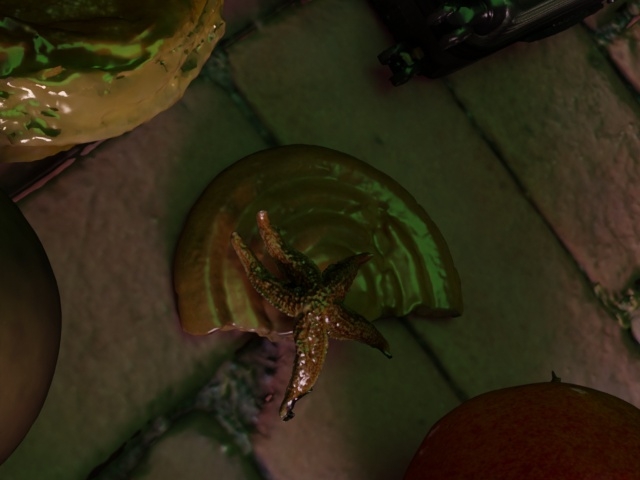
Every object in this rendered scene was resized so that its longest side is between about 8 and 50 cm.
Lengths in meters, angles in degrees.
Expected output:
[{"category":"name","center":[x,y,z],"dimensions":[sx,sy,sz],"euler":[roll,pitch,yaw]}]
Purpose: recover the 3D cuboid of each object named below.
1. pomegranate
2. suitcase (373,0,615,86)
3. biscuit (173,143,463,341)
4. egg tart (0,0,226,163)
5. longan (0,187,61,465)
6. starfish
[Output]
[{"category":"pomegranate","center":[0.144,0.190,0.982],"dimensions":[0.221,0.221,0.256],"euler":[41,30,-10]},{"category":"suitcase","center":[0.144,-0.255,1.201],"dimensions":[0.312,0.128,0.202],"euler":[-27,86,-36]},{"category":"biscuit","center":[0.001,0.000,1.073],"dimensions":[0.224,0.033,0.144],"euler":[1,71,-31]},{"category":"egg tart","center":[-0.223,-0.196,0.947],"dimensions":[0.352,0.150,0.352],"euler":[12,63,-26]},{"category":"longan","center":[-0.239,0.051,0.816],"dimensions":[0.196,0.196,0.220],"euler":[45,48,-7]},{"category":"starfish","center":[-0.002,0.054,1.007],"dimensions":[0.133,0.041,0.130],"euler":[20,66,-22]}]
